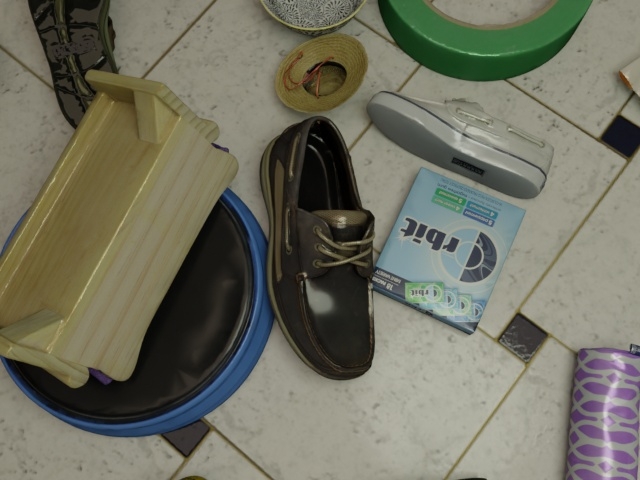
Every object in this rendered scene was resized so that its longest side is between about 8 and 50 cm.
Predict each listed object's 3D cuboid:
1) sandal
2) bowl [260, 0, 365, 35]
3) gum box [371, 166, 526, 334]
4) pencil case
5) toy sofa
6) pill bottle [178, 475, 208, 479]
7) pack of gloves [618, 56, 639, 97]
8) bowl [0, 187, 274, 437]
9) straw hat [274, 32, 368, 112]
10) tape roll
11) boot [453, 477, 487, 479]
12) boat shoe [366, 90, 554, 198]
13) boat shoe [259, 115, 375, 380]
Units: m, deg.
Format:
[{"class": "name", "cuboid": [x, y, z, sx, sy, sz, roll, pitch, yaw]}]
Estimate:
[{"class": "sandal", "cuboid": [-0.367, -0.304, 0.975, 0.120, 0.086, 0.302, -7, 90, -4]}, {"class": "bowl", "cuboid": [-0.007, -0.370, 0.964, 0.170, 0.080, 0.170, -1, 74, 4]}, {"class": "gum box", "cuboid": [0.172, 0.012, 0.876, 0.157, 0.041, 0.184, 25, 80, 9]}, {"class": "pencil case", "cuboid": [0.357, 0.232, 0.790, 0.088, 0.086, 0.206, 16, 78, -17]}, {"class": "toy sofa", "cuboid": [-0.270, -0.014, 0.794, 0.150, 0.177, 0.362, 18, 76, 33]}, {"class": "pill bottle", "cuboid": [-0.161, 0.323, 0.778, 0.065, 0.116, 0.065, -1, 75, 3]}, {"class": "pack of gloves", "cuboid": [0.574, -0.226, 0.923, 0.232, 0.046, 0.195, -35, 88, -2]}, {"class": "bowl", "cuboid": [-0.256, 0.067, 0.871, 0.391, 0.077, 0.390, -1, 76, 3]}, {"class": "straw hat", "cuboid": [0.011, -0.231, 0.938, 0.145, 0.061, 0.144, -9, 65, 20]}, {"class": "tape roll", "cuboid": [0.247, -0.401, 0.960, 0.322, 0.077, 0.321, -1, 75, 3]}, {"class": "boot", "cuboid": [0.149, 0.418, 0.696, 0.236, 0.089, 0.269, 5, 68, -41]}, {"class": "boat shoe", "cuboid": [0.198, -0.154, 0.891, 0.268, 0.096, 0.088, 25, 75, 8]}, {"class": "boat shoe", "cuboid": [0.000, 0.000, 0.821, 0.132, 0.130, 0.355, -7, 72, -25]}]
